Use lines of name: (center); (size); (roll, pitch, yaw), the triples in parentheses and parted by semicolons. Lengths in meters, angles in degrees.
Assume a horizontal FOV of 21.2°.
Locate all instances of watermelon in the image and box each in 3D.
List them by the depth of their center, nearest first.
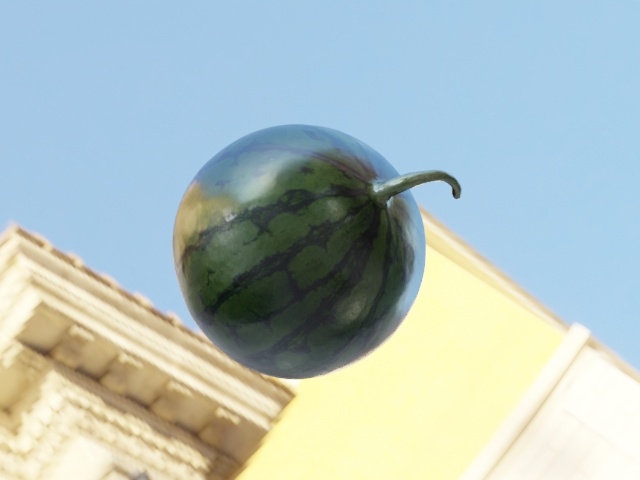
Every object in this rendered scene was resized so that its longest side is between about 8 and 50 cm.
watermelon: (-0.006, 0.002, 0.652); (0.109, 0.109, 0.109); (-9, -68, -24)
